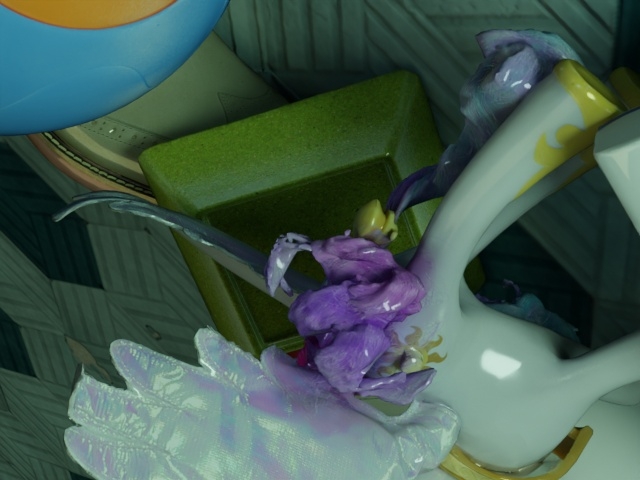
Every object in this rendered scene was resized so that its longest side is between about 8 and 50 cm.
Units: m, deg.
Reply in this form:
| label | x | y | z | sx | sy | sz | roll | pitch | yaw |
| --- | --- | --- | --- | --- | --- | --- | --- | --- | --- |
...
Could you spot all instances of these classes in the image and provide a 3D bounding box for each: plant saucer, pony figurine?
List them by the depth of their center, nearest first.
| label | x | y | z | sx | sy | sz | roll | pitch | yaw |
| --- | --- | --- | --- | --- | --- | --- | --- | --- | --- |
| pony figurine | 0.051 | 0.057 | 0.885 | 0.351 | 0.303 | 0.363 | 35 | 113 | -22 |
| plant saucer | 0.000 | 0.000 | 1.055 | 0.188 | 0.045 | 0.188 | -17 | 127 | 7 |

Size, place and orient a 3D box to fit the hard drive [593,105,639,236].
| label | x | y | z | sx | sy | sz | roll | pitch | yaw |
| --- | --- | --- | --- | --- | --- | --- | --- | --- | --- |
| hard drive | 0.295 | 0.041 | 0.756 | 0.210 | 0.040 | 0.318 | -23 | 113 | 26 |

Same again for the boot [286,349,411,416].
| label | x | y | z | sx | sy | sz | roll | pitch | yaw |
| --- | --- | --- | --- | --- | --- | --- | --- | --- | --- |
| boot | -0.018 | 0.058 | 1.239 | 0.244 | 0.088 | 0.176 | -19 | 113 | 50 |

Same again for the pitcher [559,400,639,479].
| label | x | y | z | sx | sy | sz | roll | pitch | yaw |
| --- | --- | --- | --- | --- | --- | --- | --- | --- | --- |
| pitcher | 0.207 | 0.194 | 1.026 | 0.207 | 0.178 | 0.125 | 44 | 166 | -1 |

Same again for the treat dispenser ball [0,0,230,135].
| label | x | y | z | sx | sy | sz | roll | pitch | yaw |
| --- | --- | --- | --- | --- | --- | --- | --- | --- | --- |
| treat dispenser ball | -0.177 | -0.201 | 0.891 | 0.288 | 0.288 | 0.288 | 32 | 149 | 22 |

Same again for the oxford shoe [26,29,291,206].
| label | x | y | z | sx | sy | sz | roll | pitch | yaw |
| --- | --- | --- | --- | --- | --- | --- | --- | --- | --- |
| oxford shoe | -0.148 | -0.145 | 1.087 | 0.397 | 0.140 | 0.146 | 32 | 135 | 2 |
